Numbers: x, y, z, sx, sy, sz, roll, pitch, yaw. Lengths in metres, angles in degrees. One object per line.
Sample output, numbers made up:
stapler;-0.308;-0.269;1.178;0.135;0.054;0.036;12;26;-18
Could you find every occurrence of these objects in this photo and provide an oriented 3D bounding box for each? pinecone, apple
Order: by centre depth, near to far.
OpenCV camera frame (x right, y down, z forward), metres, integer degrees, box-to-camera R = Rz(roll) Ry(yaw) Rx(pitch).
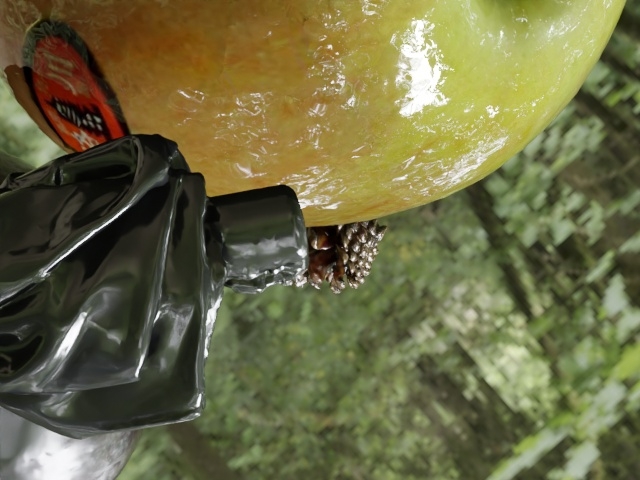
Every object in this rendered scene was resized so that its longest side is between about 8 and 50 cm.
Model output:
apple;-0.005;-0.159;0.752;0.338;0.305;0.339;-22;118;-50
pinecone;0.002;0.003;1.215;0.109;0.102;0.102;-33;178;35

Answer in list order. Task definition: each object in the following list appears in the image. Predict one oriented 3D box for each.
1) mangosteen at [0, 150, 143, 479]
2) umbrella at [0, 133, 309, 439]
mangosteen;-0.206;0.059;0.893;0.302;0.275;0.275;-18;157;-45
umbrella;-0.138;0.023;0.579;0.272;0.122;0.110;-9;130;-9
